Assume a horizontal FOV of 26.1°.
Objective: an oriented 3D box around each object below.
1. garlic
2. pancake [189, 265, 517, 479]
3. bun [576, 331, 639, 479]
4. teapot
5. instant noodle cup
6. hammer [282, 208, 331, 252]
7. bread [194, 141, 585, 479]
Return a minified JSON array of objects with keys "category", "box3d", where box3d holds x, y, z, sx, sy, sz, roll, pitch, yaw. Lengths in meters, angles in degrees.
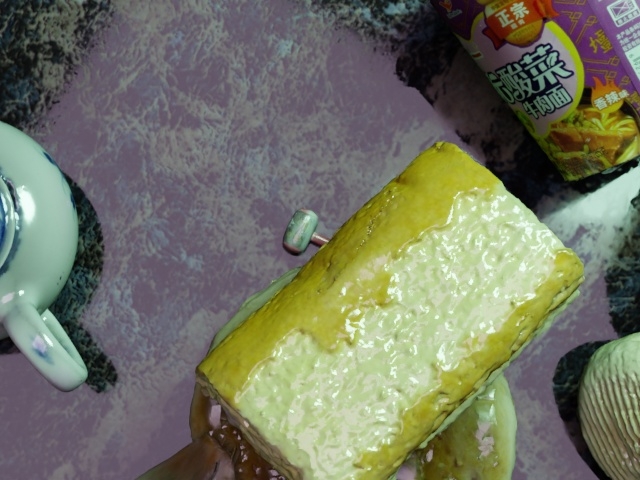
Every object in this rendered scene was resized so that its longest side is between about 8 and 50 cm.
[{"category":"garlic","box3d":[-0.149,0.271,1.493,0.152,0.066,0.084,-34,47,6]},{"category":"pancake","box3d":[0.034,0.209,1.534,0.387,0.082,0.387,0,81,3]},{"category":"bun","box3d":[0.387,0.186,1.494,0.134,0.220,0.220,-29,84,-33]},{"category":"teapot","box3d":[-0.386,-0.011,1.450,0.252,0.280,0.424,-38,87,-4]},{"category":"instant noodle cup","box3d":[0.312,-0.239,1.496,0.340,0.340,0.266,-32,97,-5]},{"category":"hammer","box3d":[0.000,0.000,1.588,0.083,0.031,0.052,26,86,-9]},{"category":"bread","box3d":[0.069,0.093,1.438,0.236,0.165,0.375,42,81,16]}]
